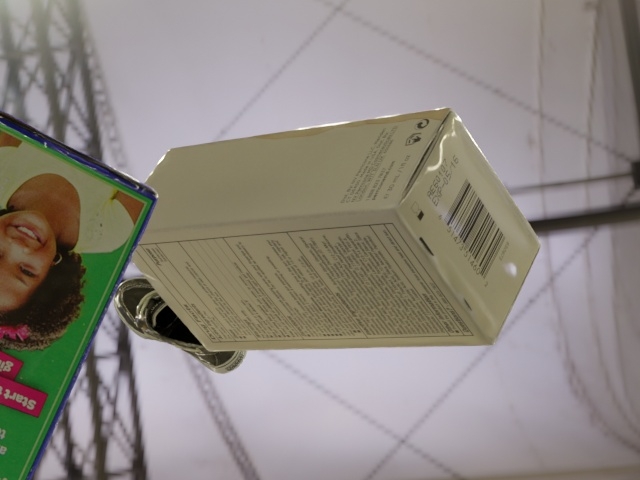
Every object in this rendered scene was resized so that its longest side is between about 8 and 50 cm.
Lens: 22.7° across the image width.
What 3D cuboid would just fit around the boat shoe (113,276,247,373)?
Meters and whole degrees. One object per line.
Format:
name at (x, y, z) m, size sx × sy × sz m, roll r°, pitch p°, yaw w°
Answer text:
boat shoe at (-0.179, 0.087, 1.907) m, size 0.219 × 0.078 × 0.070 m, roll 23°, pitch -14°, yaw 39°

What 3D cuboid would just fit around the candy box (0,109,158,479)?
candy box at (-0.228, 0.112, 0.885) m, size 0.122 × 0.317 × 0.268 m, roll 25°, pitch -17°, yaw -14°

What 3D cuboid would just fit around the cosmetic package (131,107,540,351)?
cosmetic package at (0.000, 0.000, 1.283) m, size 0.309 × 0.113 × 0.160 m, roll -3°, pitch -45°, yaw 42°
